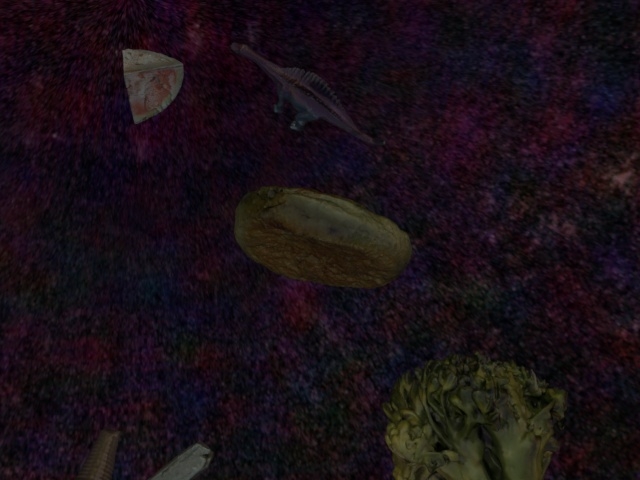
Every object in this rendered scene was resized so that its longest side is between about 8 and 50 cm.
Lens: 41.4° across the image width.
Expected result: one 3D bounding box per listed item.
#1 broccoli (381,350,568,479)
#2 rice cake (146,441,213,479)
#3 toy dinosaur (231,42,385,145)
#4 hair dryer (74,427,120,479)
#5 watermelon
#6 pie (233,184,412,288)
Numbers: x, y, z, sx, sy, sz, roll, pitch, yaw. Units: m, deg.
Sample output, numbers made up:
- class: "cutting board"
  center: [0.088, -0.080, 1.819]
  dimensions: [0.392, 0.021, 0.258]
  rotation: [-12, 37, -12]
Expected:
- class: "broccoli"
  center: [0.193, 0.277, 1.027]
  dimensions: [0.288, 0.246, 0.248]
  rotation: [27, 128, -20]
- class: "rice cake"
  center: [-0.249, 0.360, 1.157]
  dimensions: [0.245, 0.045, 0.042]
  rotation: [-37, 85, -7]
- class: "toy dinosaur"
  center: [-0.016, -0.154, 0.924]
  dimensions: [0.197, 0.080, 0.045]
  rotation: [34, 74, -2]
- class: "hair dryer"
  center: [-0.166, 0.210, 0.488]
  dimensions: [0.053, 0.195, 0.221]
  rotation: [5, 69, 19]
- class: "watermelon"
  center: [-0.192, -0.174, 0.893]
  dimensions: [0.085, 0.061, 0.085]
  rotation: [-1, 88, 20]
- class: "pie"
  center: [0.000, 0.000, 1.263]
  dimensions: [0.277, 0.277, 0.079]
  rotation: [23, 70, -18]
